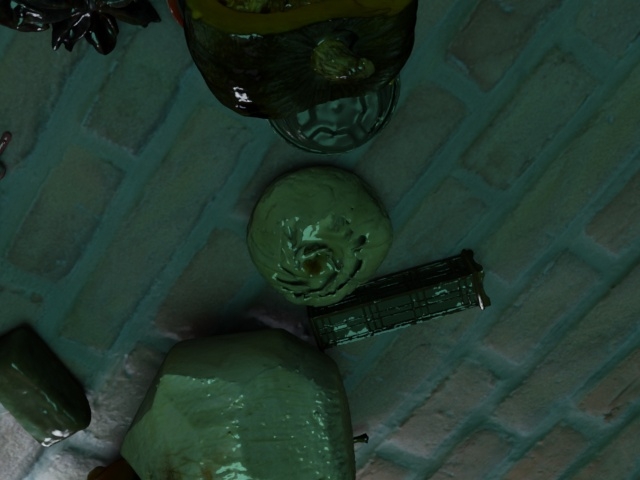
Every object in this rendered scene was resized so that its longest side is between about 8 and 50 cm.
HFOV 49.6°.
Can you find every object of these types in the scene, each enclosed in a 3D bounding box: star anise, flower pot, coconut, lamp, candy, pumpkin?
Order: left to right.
[{"bbox_3d":[-0.531,0.275,1.290,0.104,0.102,0.234,-27,118,8],"label":"candy"},{"bbox_3d":[-0.325,-0.342,0.943,0.283,0.129,0.212,-5,146,-50],"label":"star anise"},{"bbox_3d":[-0.147,0.353,1.207,0.415,0.415,0.344,-14,158,2],"label":"coconut"},{"bbox_3d":[-0.014,-0.264,0.897,0.317,0.222,0.139,-18,150,-24],"label":"pumpkin"},{"bbox_3d":[0.018,-0.222,1.071,0.235,0.140,0.235,-3,118,-5],"label":"flower pot"},{"bbox_3d":[0.140,0.112,1.276,0.325,0.090,0.089,-17,116,3],"label":"lamp"}]

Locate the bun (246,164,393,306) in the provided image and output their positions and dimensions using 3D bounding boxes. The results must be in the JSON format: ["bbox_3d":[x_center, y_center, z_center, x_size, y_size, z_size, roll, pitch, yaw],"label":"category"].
[{"bbox_3d":[0.000,0.000,1.175,0.259,0.152,0.259,-1,117,-2],"label":"bun"}]

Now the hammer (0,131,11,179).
[{"bbox_3d":[-0.527,-0.140,1.126,0.052,0.031,0.083,32,99,-22],"label":"hammer"}]

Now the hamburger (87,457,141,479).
[{"bbox_3d":[-0.386,0.613,1.304,0.277,0.396,0.396,30,111,-7],"label":"hamburger"}]

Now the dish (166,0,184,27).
[{"bbox_3d":[-0.109,-0.395,0.956,0.256,0.117,0.256,-23,149,-15],"label":"dish"}]

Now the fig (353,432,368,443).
[{"bbox_3d":[-0.024,0.463,1.414,0.274,0.170,0.145,-30,113,-11],"label":"fig"}]
